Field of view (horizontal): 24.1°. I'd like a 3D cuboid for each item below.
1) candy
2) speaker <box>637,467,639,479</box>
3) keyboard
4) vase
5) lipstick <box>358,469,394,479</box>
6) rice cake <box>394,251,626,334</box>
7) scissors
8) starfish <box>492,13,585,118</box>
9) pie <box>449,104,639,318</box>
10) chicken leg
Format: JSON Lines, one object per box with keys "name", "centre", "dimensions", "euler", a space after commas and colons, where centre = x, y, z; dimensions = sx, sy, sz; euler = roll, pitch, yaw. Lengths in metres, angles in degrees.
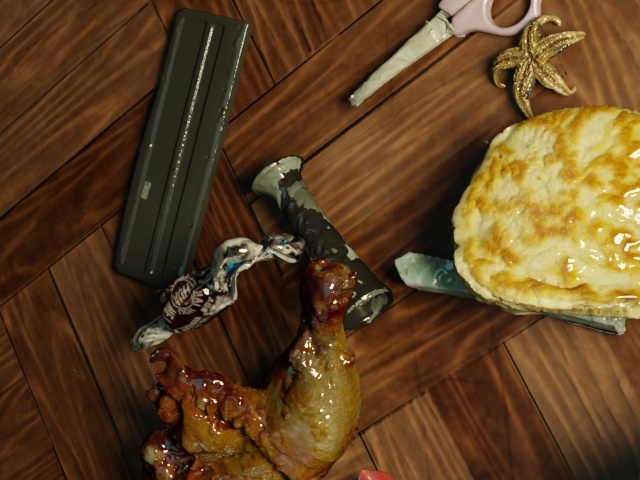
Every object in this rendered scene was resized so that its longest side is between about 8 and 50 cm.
{"name": "candy", "centre": [-0.101, 0.049, 1.380], "dimensions": [0.226, 0.094, 0.051], "euler": [-32, 77, 44]}
{"name": "speaker", "centre": [0.324, 0.243, 1.032], "dimensions": [0.184, 0.232, 0.254], "euler": [14, 93, 34]}
{"name": "keyboard", "centre": [-0.153, -0.038, 1.484], "dimensions": [0.103, 0.041, 0.381], "euler": [18, 89, 33]}
{"name": "vase", "centre": [0.000, 0.000, 1.364], "dimensions": [0.059, 0.059, 0.167], "euler": [-44, 65, 22]}
{"name": "lipstick", "centre": [0.139, 0.305, 1.256], "dimensions": [0.312, 0.051, 0.051], "euler": [42, 109, 30]}
{"name": "rice cake", "centre": [0.160, 0.043, 1.267], "dimensions": [0.211, 0.043, 0.034], "euler": [11, 84, 32]}
{"name": "scissors", "centre": [0.106, -0.187, 1.334], "dimensions": [0.212, 0.021, 0.110], "euler": [-39, 70, 24]}
{"name": "starfish", "centre": [0.183, -0.148, 1.278], "dimensions": [0.078, 0.028, 0.091], "euler": [15, 99, 30]}
{"name": "pie", "centre": [0.207, -0.017, 1.201], "dimensions": [0.205, 0.084, 0.179], "euler": [1, 69, 25]}
{"name": "chicken leg", "centre": [-0.057, 0.144, 1.349], "dimensions": [0.322, 0.083, 0.177], "euler": [-30, 104, 30]}
